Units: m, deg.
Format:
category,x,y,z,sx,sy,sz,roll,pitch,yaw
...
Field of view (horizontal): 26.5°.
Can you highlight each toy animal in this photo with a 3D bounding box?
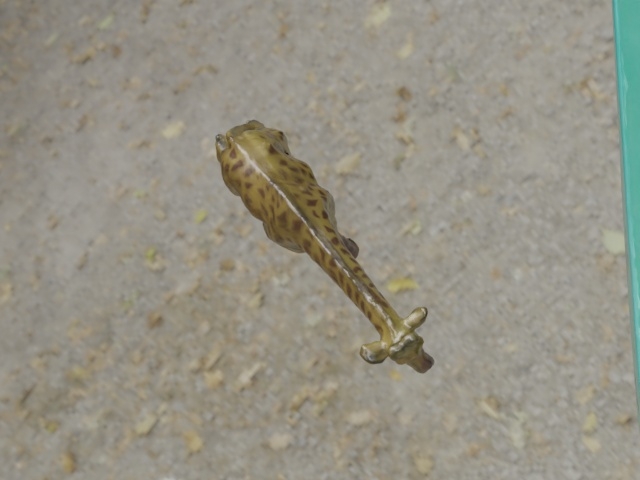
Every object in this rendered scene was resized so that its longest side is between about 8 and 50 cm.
category,x,y,z,sx,sy,sz,roll,pitch,yaw
toy animal,-0.005,-0.007,0.884,0.054,0.149,0.275,-39,23,-2

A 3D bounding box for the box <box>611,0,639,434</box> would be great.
category,x,y,z,sx,sy,sz,roll,pitch,yaw
box,0.227,-0.044,0.762,0.118,0.205,0.311,-3,96,14
